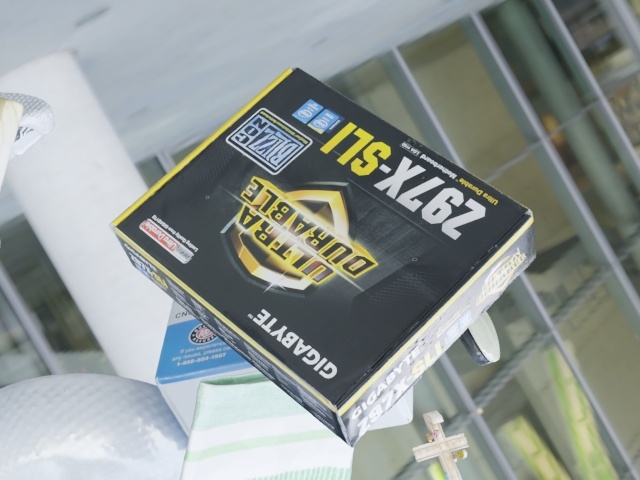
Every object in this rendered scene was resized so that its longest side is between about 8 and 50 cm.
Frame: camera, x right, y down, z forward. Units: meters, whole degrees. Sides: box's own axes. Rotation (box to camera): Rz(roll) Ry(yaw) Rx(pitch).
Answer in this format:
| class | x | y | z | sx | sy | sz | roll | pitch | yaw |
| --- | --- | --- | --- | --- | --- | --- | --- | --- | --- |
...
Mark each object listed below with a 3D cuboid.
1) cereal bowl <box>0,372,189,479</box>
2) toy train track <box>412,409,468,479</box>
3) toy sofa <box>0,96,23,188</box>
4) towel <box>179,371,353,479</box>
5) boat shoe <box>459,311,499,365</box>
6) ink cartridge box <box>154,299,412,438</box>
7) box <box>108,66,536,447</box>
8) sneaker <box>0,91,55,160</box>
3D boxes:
| class | x | y | z | sx | sy | sz | roll | pitch | yaw |
| --- | --- | --- | --- | --- | --- | --- | --- | --- | --- |
| cereal bowl | -0.311 | 0.321 | 1.549 | 0.339 | 0.339 | 0.141 | -29 | -134 | 29 |
| toy train track | 0.089 | 0.150 | 0.762 | 0.048 | 0.083 | 0.014 | -8 | 161 | -39 |
| toy sofa | -0.399 | -0.060 | 0.767 | 0.362 | 0.177 | 0.150 | 15 | 180 | -38 |
| towel | -0.056 | 0.290 | 1.247 | 0.248 | 0.325 | 0.038 | -1 | -161 | -44 |
| boat shoe | 0.133 | 0.069 | 1.151 | 0.042 | 0.133 | 0.049 | -40 | 152 | 24 |
| ink cartridge box | -0.033 | 0.066 | 1.553 | 0.285 | 0.166 | 0.395 | -13 | -141 | 15 |
| box | 0.000 | 0.000 | 1.102 | 0.257 | 0.322 | 0.079 | -42 | 146 | -18 |
| sneaker | -0.503 | -0.047 | 1.541 | 0.366 | 0.210 | 0.137 | -28 | -141 | -20 |
